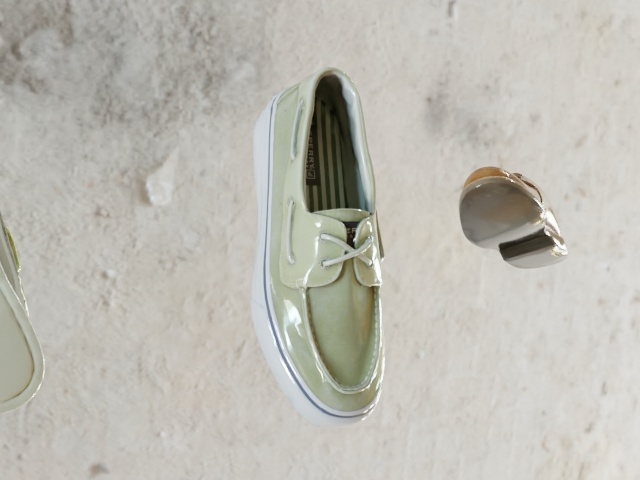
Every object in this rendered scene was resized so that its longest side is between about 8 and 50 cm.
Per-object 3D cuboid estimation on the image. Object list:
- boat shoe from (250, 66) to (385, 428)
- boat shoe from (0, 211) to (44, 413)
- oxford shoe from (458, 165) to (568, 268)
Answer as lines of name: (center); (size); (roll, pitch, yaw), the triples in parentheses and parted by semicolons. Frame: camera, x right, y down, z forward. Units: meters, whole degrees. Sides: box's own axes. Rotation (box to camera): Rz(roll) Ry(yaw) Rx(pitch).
boat shoe: (0.000, 0.000, 0.746); (0.109, 0.094, 0.302); (-2, 72, -25)
boat shoe: (-0.331, 0.009, 0.815); (0.109, 0.091, 0.304); (-18, 88, -24)
oxford shoe: (0.176, -0.034, 0.851); (0.212, 0.076, 0.076); (32, 48, -60)
